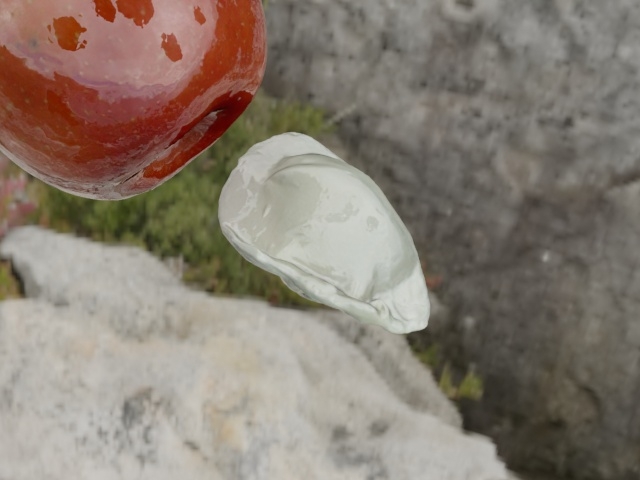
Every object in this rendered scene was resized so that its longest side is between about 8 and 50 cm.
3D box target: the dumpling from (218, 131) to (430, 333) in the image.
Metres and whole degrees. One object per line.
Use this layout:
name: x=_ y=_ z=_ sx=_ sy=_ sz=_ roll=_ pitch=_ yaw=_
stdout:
dumpling: x=0.000 y=0.000 z=1.363 sx=0.229 sy=0.124 sz=0.151 roll=46 pitch=43 yaw=18

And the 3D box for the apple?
apple: x=-0.175 y=-0.156 z=1.260 sx=0.260 sy=0.260 sz=0.216 roll=-38 pitch=85 yaw=-32
